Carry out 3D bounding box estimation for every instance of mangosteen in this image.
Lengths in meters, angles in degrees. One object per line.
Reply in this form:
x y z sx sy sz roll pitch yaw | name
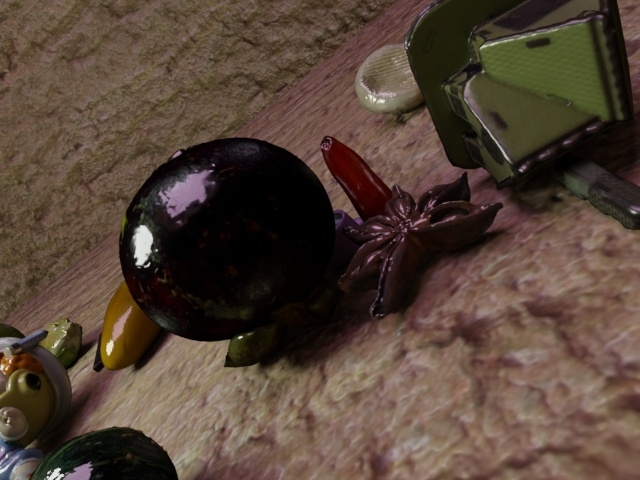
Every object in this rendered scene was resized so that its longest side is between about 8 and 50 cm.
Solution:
-0.105 0.012 0.677 0.288 0.288 0.288 -34 22 16 | mangosteen

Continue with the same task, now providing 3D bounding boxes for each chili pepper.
0.056 -0.077 0.734 0.065 0.169 0.088 -43 20 -8 | chili pepper

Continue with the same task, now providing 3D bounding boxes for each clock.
0.000 0.000 0.833 0.153 0.050 0.110 -21 28 39 | clock

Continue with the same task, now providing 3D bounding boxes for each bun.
0.166 -0.330 1.134 0.184 0.102 0.183 -8 58 13 | bun

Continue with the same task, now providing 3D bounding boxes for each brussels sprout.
-0.646 0.268 1.313 0.181 0.100 0.139 -28 35 24 | brussels sprout

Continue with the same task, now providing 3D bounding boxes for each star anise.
0.105 -0.006 0.636 0.208 0.063 0.172 -42 33 -2 | star anise

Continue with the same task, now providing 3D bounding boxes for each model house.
0.238 -0.146 0.525 0.205 0.218 0.278 -30 30 6 | model house

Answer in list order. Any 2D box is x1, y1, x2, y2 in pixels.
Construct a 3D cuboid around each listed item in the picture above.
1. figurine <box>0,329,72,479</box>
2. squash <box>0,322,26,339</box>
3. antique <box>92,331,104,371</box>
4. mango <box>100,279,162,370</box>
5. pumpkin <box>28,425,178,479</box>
-0.548 0.350 0.917 0.225 0.205 0.381 -35 41 4 | figurine
-0.840 0.343 1.307 0.310 0.310 0.309 -41 3 -2 | squash
-0.494 0.245 1.213 0.031 0.015 0.192 -41 22 -5 | antique
-0.367 0.153 1.060 0.139 0.113 0.253 -24 33 26 | mango
-0.219 0.277 0.523 0.191 0.146 0.190 -16 59 28 | pumpkin
